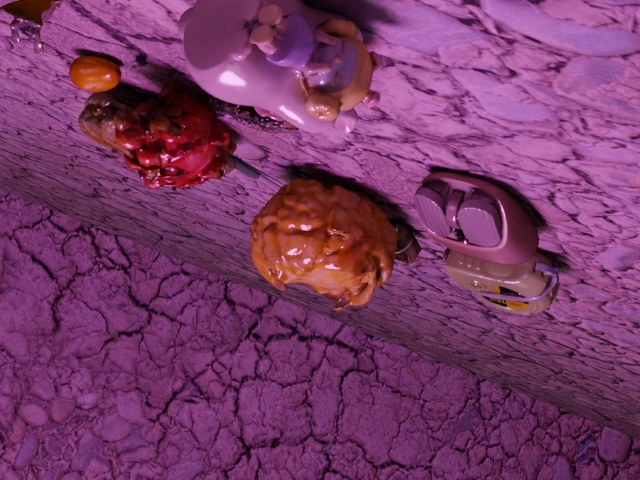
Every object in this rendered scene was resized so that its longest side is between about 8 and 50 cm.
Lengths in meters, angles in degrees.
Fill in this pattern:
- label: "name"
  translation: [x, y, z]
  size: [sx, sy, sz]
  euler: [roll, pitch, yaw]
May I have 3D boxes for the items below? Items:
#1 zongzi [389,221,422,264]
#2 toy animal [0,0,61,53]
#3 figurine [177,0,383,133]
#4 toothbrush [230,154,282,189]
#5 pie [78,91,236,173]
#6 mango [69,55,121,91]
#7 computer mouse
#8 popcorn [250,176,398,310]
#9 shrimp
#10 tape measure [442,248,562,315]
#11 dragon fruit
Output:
- label: "zongzi"
  translation: [0.106, -0.014, 1.990]
  size: [0.109, 0.055, 0.119]
  euler: [16, 159, 31]
- label: "toy animal"
  translation: [-0.315, -0.260, 1.291]
  size: [0.219, 0.095, 0.155]
  euler: [21, 167, -2]
- label: "figurine"
  translation: [-0.007, -0.166, 1.131]
  size: [0.235, 0.127, 0.155]
  euler: [21, 163, -41]
- label: "toothbrush"
  translation: [-0.119, -0.116, 1.955]
  size: [0.024, 0.018, 0.257]
  euler: [20, 174, 44]
- label: "pie"
  translation: [-0.242, -0.154, 1.750]
  size: [0.248, 0.090, 0.201]
  euler: [21, 175, 0]
- label: "mango"
  translation: [-0.306, -0.228, 1.603]
  size: [0.089, 0.046, 0.060]
  euler: [4, 161, 46]
- label: "computer mouse"
  translation: [0.215, -0.022, 1.602]
  size: [0.145, 0.082, 0.236]
  euler: [16, 171, 27]
- label: "popcorn"
  translation: [0.000, 0.000, 1.860]
  size: [0.250, 0.190, 0.250]
  euler: [25, 168, 6]
- label: "shrimp"
  translation: [-0.083, -0.172, 1.529]
  size: [0.091, 0.034, 0.161]
  euler: [0, 167, 33]
- label: "tape measure"
  translation: [0.300, 0.057, 1.852]
  size: [0.177, 0.087, 0.154]
  euler: [13, 157, 29]
- label: "dragon fruit"
  translation: [-0.207, -0.139, 1.572]
  size: [0.133, 0.150, 0.207]
  euler: [23, -174, 30]
